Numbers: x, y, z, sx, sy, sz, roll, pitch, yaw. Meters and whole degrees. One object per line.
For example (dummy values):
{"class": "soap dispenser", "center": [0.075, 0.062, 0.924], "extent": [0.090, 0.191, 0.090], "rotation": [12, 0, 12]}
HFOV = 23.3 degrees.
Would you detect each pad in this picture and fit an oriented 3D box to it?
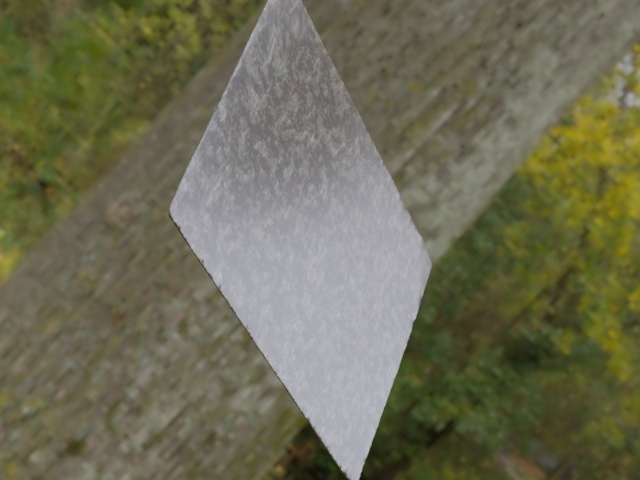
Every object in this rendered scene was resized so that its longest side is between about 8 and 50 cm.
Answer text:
{"class": "pad", "center": [0.000, 0.000, 0.798], "extent": [0.003, 0.158, 0.235], "rotation": [1, -38, 29]}
